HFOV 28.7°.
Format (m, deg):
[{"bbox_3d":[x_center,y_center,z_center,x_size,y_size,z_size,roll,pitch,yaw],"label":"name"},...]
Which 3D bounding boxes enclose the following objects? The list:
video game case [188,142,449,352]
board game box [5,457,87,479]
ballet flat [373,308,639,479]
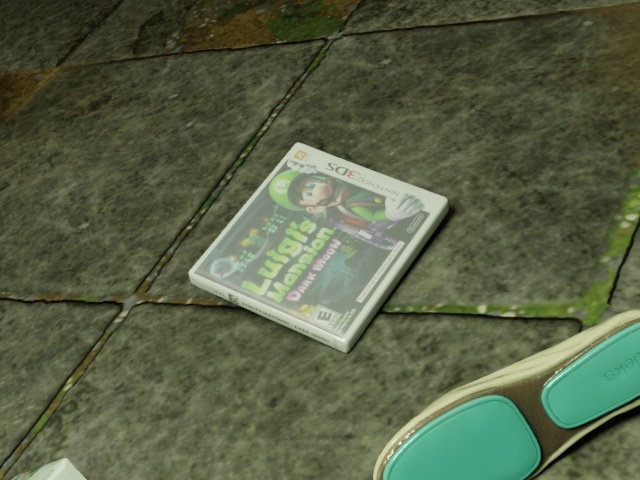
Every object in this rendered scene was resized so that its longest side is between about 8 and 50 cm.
[{"bbox_3d":[0.000,0.000,1.168,0.173,0.022,0.190,22,56,25],"label":"video game case"},{"bbox_3d":[-0.257,0.272,0.835,0.224,0.097,0.303,-48,10,-31],"label":"board game box"},{"bbox_3d":[0.150,0.124,0.916,0.248,0.086,0.086,-25,32,-2],"label":"ballet flat"}]
